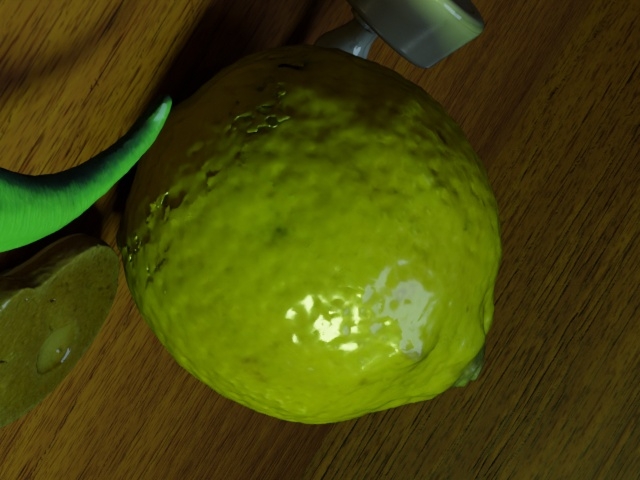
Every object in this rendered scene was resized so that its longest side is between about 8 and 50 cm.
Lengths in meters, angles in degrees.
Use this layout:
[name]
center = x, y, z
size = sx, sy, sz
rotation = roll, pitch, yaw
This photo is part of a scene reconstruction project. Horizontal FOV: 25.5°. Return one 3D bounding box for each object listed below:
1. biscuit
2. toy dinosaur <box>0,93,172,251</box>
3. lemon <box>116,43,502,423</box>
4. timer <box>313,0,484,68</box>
[biscuit]
center = -0.257, 0.076, 1.240
size = 0.208, 0.049, 0.181
rotation = -42, 158, -48
[toy dinosaur]
center = -0.260, -0.089, 0.825
size = 0.500, 0.144, 0.374
rotation = -51, 152, -41
[lemon]
center = 0.000, 0.000, 1.323
size = 0.350, 0.387, 0.350
rotation = -55, -175, 8
[timer]
center = 0.021, -0.197, 1.500
size = 0.266, 0.175, 0.175
rotation = -43, 171, 17
